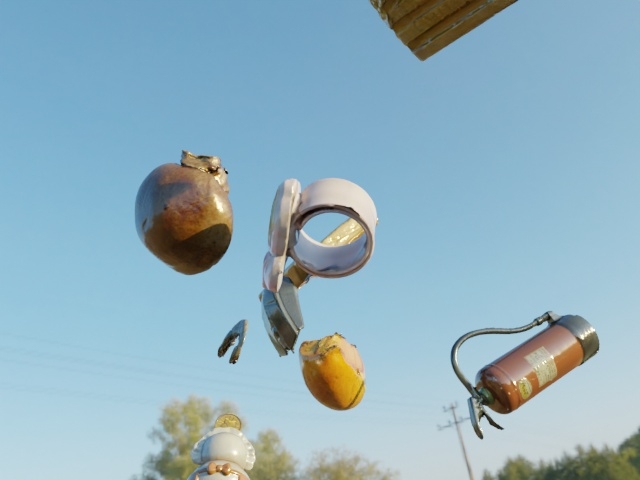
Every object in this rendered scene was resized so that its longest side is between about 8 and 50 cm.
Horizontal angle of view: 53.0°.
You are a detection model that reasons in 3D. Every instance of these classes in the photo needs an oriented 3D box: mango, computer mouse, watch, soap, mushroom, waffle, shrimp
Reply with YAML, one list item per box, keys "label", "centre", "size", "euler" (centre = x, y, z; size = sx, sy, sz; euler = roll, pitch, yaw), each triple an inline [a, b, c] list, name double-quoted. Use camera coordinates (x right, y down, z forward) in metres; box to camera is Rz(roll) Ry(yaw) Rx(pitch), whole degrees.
- label: "mango"
  centre: [0.036, 0.314, 1.511]
  size: [0.126, 0.153, 0.252]
  euler: [-11, -44, 21]
- label: "computer mouse"
  centre: [-0.106, 0.186, 1.609]
  size: [0.071, 0.231, 0.126]
  euler: [7, -40, -28]
- label: "watch"
  centre: [0.000, 0.000, 1.328]
  size: [0.218, 0.210, 0.248]
  euler: [11, -54, 1]
- label: "soap"
  centre: [0.226, -0.437, 1.083]
  size: [0.173, 0.089, 0.274]
  euler: [41, -36, -22]
- label: "mushroom"
  centre: [-0.316, -0.075, 1.488]
  size: [0.263, 0.283, 0.195]
  euler: [2, -21, 40]
- label: "waffle"
  centre: [-0.010, 0.058, 1.810]
  size: [0.304, 0.077, 0.348]
  euler: [-36, -3, -35]
- label: "shrimp"
  centre: [-0.272, 0.331, 1.950]
  size: [0.035, 0.147, 0.195]
  euler: [24, -57, -23]

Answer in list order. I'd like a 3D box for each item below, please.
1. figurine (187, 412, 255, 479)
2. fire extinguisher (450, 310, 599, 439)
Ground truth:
- label: "figurine"
  centre: [-0.206, 0.478, 1.329]
  size: [0.143, 0.271, 0.143]
  euler: [3, -34, 2]
- label: "fire extinguisher"
  centre: [0.438, 0.275, 1.453]
  size: [0.376, 0.200, 0.113]
  euler: [-27, -40, -24]
